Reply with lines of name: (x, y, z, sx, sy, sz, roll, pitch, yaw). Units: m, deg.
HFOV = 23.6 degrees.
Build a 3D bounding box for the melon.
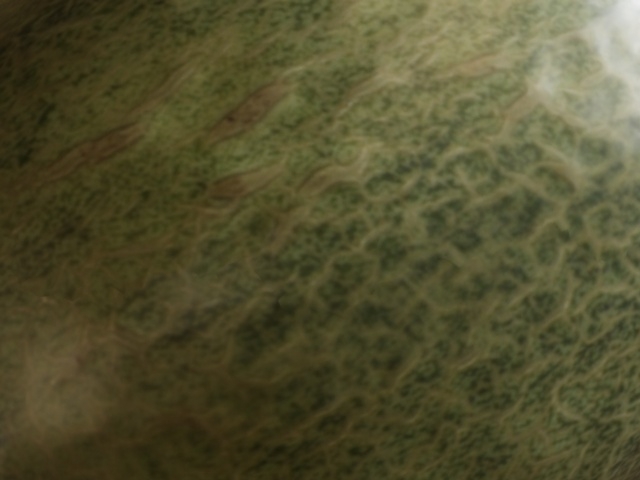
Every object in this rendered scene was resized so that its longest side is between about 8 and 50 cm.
melon: (0.000, 0.000, 0.467, 0.329, 0.248, 0.248, -30, -159, -21)
